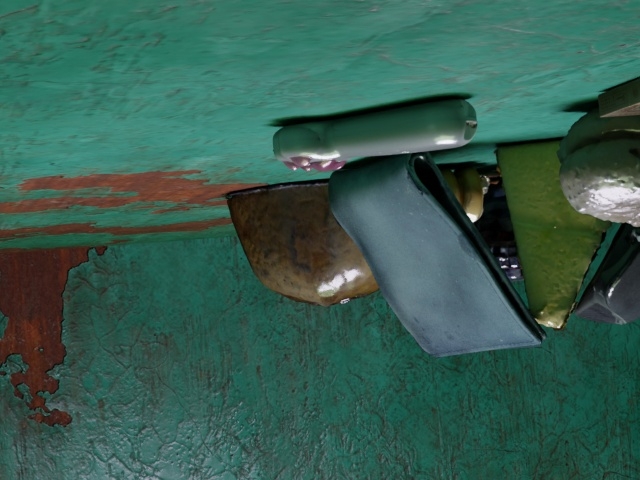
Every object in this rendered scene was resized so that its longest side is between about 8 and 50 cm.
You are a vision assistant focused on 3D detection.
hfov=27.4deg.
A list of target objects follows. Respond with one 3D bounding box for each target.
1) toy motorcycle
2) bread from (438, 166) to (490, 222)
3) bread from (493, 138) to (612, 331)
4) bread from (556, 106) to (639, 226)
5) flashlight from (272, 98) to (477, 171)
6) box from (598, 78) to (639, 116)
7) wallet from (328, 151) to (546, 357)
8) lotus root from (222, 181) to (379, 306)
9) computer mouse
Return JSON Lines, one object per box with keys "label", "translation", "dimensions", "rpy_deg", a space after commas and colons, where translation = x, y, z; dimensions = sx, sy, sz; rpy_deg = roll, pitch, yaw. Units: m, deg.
{"label": "toy motorcycle", "translation": [0.261, -0.027, 2.028], "dimensions": [0.232, 0.172, 0.416], "rpy_deg": [-4, -166, 17]}
{"label": "bread", "translation": [0.154, -0.058, 1.827], "dimensions": [0.177, 0.084, 0.119], "rpy_deg": [-5, 180, -7]}
{"label": "bread", "translation": [0.335, -0.004, 1.683], "dimensions": [0.198, 0.236, 0.263], "rpy_deg": [-5, 178, 10]}
{"label": "bread", "translation": [0.410, -0.071, 1.307], "dimensions": [0.337, 0.102, 0.183], "rpy_deg": [11, 158, -21]}
{"label": "flashlight", "translation": [0.050, -0.093, 1.198], "dimensions": [0.200, 0.048, 0.093], "rpy_deg": [-6, 177, 31]}
{"label": "box", "translation": [0.289, -0.128, 1.169], "dimensions": [0.053, 0.024, 0.083], "rpy_deg": [-5, 179, -13]}
{"label": "wallet", "translation": [0.134, 0.022, 1.642], "dimensions": [0.054, 0.290, 0.251], "rpy_deg": [-36, -172, -23]}
{"label": "lotus root", "translation": [0.000, 0.000, 1.972], "dimensions": [0.272, 0.192, 0.272], "rpy_deg": [-12, -179, 0]}
{"label": "computer mouse", "translation": [0.390, 0.028, 1.597], "dimensions": [0.090, 0.167, 0.379], "rpy_deg": [28, 178, 11]}
